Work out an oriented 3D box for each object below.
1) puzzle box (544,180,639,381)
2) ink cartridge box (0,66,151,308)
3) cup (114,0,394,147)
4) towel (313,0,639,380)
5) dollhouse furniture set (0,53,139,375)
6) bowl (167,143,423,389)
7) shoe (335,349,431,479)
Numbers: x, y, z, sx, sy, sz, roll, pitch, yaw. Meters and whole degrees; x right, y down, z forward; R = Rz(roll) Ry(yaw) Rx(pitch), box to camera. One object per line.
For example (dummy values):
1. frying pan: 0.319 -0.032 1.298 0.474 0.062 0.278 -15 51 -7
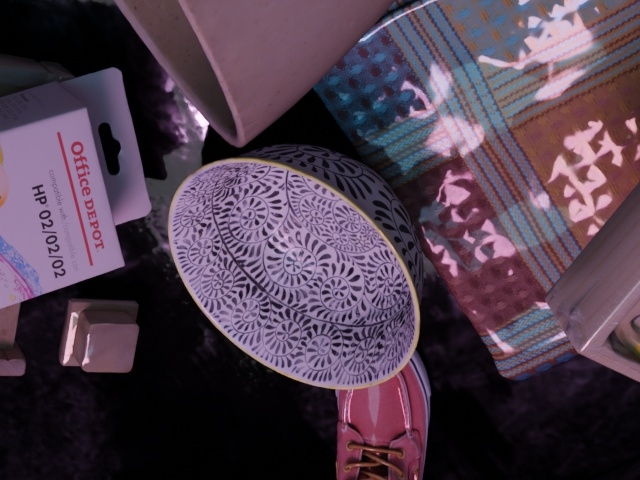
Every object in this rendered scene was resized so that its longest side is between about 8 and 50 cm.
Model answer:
1. puzzle box: 0.356 0.016 0.819 0.409 0.052 0.272 24 114 -28
2. ink cartridge box: -0.181 -0.023 0.879 0.181 0.061 0.104 -20 117 -19
3. cup: -0.031 -0.244 0.710 0.237 0.331 0.331 -33 110 -6
4. towel: 0.207 -0.089 0.882 0.370 0.040 0.271 -28 109 19
5. dollhouse furniture set: -0.276 -0.091 0.944 0.355 0.174 0.303 6 107 -28
6. bowl: 0.000 0.000 0.916 0.170 0.080 0.170 20 136 20
7. shoe: 0.039 0.149 0.998 0.063 0.081 0.178 1 117 7
